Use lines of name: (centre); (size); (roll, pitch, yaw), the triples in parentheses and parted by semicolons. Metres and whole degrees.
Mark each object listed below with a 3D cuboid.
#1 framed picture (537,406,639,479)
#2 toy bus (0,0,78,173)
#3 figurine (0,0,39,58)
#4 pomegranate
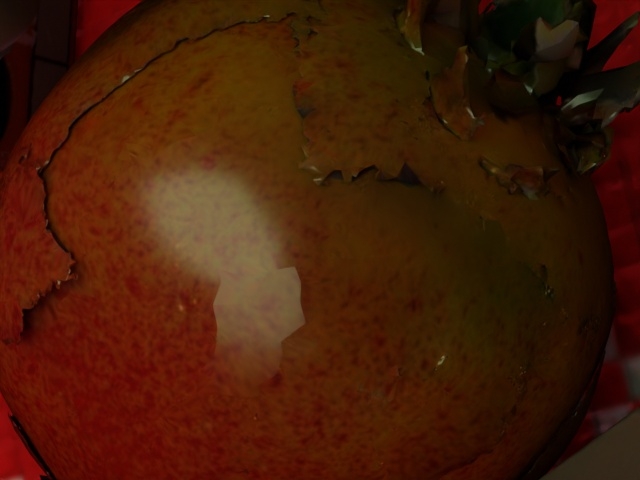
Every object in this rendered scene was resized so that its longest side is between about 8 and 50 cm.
framed picture: (-0.036, 0.281, 0.381); (0.446, 0.028, 0.326); (-40, 37, 19)
toy bus: (-0.157, -0.178, 0.668); (0.093, 0.092, 0.409); (2, 87, 32)
figurine: (-0.141, -0.106, 0.504); (0.226, 0.274, 0.394); (40, 118, 8)
pomegranate: (0.000, 0.000, 0.493); (0.235, 0.210, 0.210); (-48, 64, 21)
